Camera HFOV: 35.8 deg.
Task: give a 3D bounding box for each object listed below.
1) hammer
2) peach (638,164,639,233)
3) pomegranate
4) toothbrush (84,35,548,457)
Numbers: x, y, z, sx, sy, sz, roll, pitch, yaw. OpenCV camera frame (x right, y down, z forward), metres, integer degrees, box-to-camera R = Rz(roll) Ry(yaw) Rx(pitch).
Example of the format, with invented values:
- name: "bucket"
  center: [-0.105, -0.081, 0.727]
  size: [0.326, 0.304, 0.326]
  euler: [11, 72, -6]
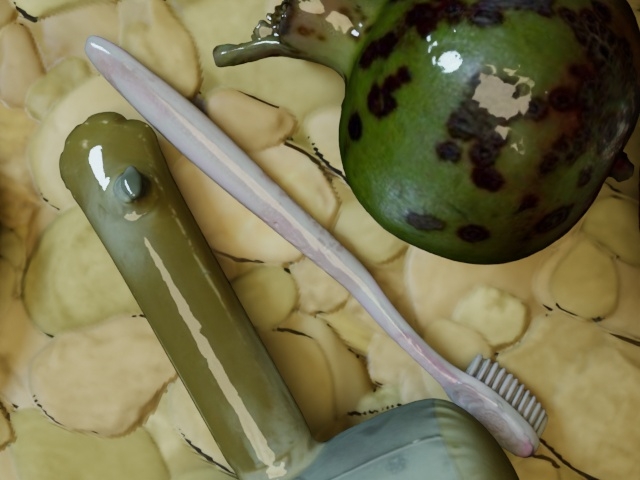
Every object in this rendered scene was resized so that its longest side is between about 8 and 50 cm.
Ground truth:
- name: "hammer"
  center: [-0.040, 0.071, 0.488]
  size: [0.201, 0.113, 0.306]
  euler: [-27, 89, 5]
- name: "peach"
  center: [0.250, -0.018, 0.396]
  size: [0.243, 0.199, 0.244]
  euler: [0, 90, 0]
- name: "pomegranate"
  center: [0.059, -0.074, 0.437]
  size: [0.148, 0.148, 0.169]
  euler: [-44, 77, 10]
- name: "toothbrush"
  center: [0.000, 0.000, 0.503]
  size: [0.307, 0.029, 0.025]
  euler: [42, 140, -3]
